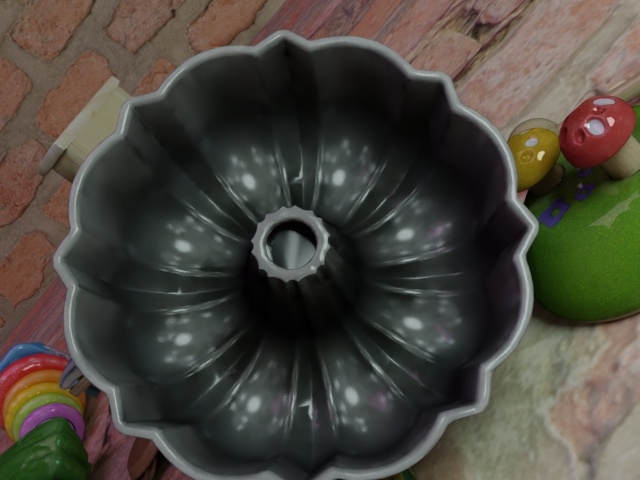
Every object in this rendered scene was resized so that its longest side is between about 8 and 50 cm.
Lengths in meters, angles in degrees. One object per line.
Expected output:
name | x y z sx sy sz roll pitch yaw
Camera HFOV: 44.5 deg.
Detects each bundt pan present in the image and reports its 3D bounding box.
bundt pan | -0.014 0.019 0.583 0.331 0.330 0.124 -57 -14 -12

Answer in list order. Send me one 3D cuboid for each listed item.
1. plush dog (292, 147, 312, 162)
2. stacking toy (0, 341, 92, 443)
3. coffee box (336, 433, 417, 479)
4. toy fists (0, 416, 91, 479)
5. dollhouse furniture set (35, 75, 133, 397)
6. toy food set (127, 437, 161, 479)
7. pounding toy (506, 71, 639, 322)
plush dog | 0.000 0.000 0.805 0.262 0.210 0.225 -103 27 -66
stacking toy | -0.463 0.312 1.328 0.166 0.175 0.302 -56 32 0
coffee box | -0.011 0.221 0.554 0.184 0.040 0.113 -28 24 8
toy fists | -0.390 0.369 1.087 0.142 0.096 0.279 -38 31 14
dollhouse furniture set | -0.252 0.040 0.823 0.303 0.198 0.286 -41 20 34
toy food set | -0.207 0.255 1.013 0.192 0.038 0.132 -64 16 -15
pounding toy | 0.191 -0.064 0.568 0.183 0.110 0.237 -38 26 34
